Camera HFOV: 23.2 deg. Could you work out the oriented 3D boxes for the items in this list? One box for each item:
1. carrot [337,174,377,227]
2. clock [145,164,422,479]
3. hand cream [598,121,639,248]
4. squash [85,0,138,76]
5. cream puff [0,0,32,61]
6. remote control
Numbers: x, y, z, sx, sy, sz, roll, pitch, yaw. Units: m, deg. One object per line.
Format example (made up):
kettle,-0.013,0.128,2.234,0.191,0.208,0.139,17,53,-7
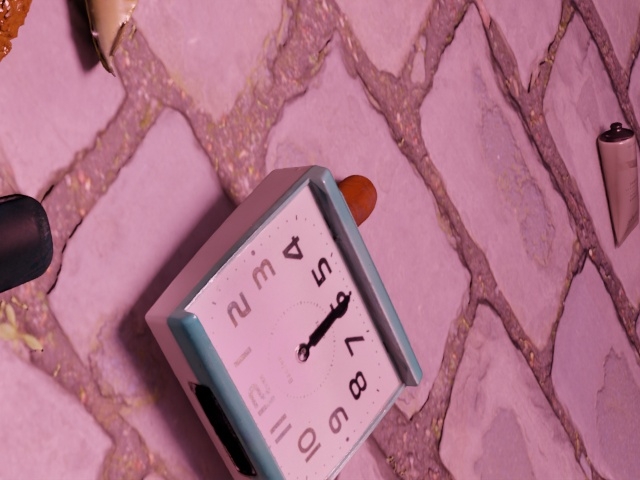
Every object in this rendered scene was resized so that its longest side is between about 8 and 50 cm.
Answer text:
carrot,0.000,0.000,1.604,0.216,0.048,0.048,-51,128,-42
clock,-0.041,0.096,1.452,0.231,0.116,0.262,-48,126,-33
hand cream,0.451,-0.089,2.336,0.087,0.054,0.186,-43,128,-47
squash,-0.137,-0.279,1.351,0.169,0.093,0.252,-12,98,-13
cream puff,-0.271,-0.188,1.116,0.150,0.115,0.165,-37,118,-49
remote control,-0.276,0.019,1.150,0.222,0.042,0.072,-26,111,-56
